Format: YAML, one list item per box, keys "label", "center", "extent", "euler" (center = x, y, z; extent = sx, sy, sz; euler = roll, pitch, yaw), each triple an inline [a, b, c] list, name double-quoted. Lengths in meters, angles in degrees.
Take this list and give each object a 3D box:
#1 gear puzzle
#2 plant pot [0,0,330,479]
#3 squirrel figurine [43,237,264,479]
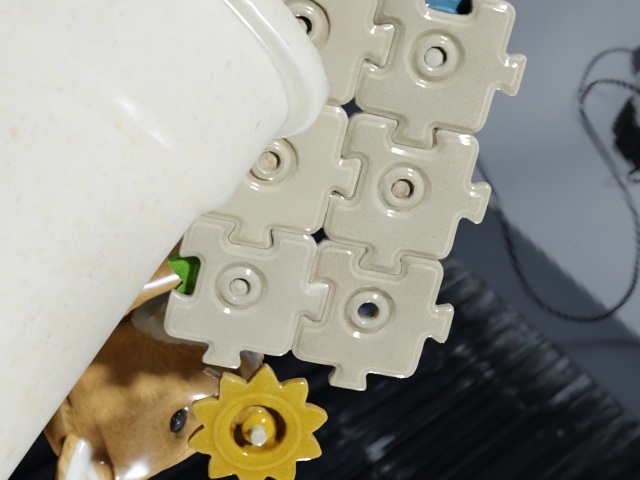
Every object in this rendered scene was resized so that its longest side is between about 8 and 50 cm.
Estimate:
- label: "gear puzzle"
  center: [0.000, 0.000, 0.850]
  extent: [0.044, 0.175, 0.339]
  euler: [-107, 29, -69]
- label: "plant pot"
  center: [-0.211, -0.002, 0.574]
  extent: [0.334, 0.305, 0.334]
  euler: [25, 170, 5]
- label: "squirrel figurine"
  center: [-0.220, 0.011, 0.991]
  extent: [0.281, 0.397, 0.370]
  euler: [-100, -2, -59]
